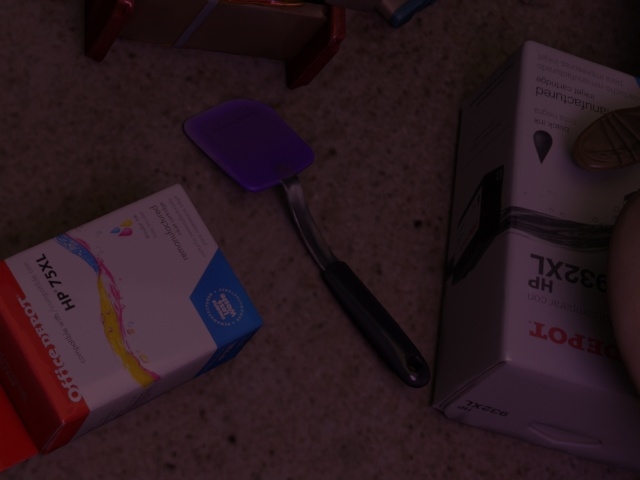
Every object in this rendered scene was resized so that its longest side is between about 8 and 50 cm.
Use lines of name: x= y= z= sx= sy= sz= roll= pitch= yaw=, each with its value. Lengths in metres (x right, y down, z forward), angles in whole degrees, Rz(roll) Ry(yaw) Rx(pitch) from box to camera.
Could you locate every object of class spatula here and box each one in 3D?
spatula: x=0.000 y=0.000 z=1.503 sx=0.084 sy=0.030 sz=0.296 roll=-30 pitch=80 yaw=-34

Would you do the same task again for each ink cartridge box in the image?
ink cartridge box: x=-0.177 y=0.066 z=1.367 sx=0.231 sy=0.078 sz=0.134 roll=-26 pitch=78 yaw=-31
ink cartridge box: x=0.232 y=0.015 z=1.538 sx=0.223 sy=0.129 sz=0.308 roll=17 pitch=60 yaw=-17

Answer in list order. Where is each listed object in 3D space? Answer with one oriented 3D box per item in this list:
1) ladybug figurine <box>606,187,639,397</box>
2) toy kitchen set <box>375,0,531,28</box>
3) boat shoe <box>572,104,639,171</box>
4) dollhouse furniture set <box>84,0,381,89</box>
ladybug figurine: x=0.410 y=0.091 z=1.426 sx=0.449 sy=0.162 sz=0.305 roll=27 pitch=56 yaw=-35
toy kitchen set: x=0.149 y=-0.270 z=1.616 sx=0.122 sy=0.166 sz=0.207 roll=48 pitch=58 yaw=4
boat shoe: x=0.261 y=-0.087 z=1.495 sx=0.135 sy=0.045 sz=0.050 roll=-23 pitch=77 yaw=-22
dollhouse furniture set: x=-0.039 y=-0.265 z=1.414 sx=0.201 sy=0.374 sz=0.152 roll=7 pitch=68 yaw=-22
